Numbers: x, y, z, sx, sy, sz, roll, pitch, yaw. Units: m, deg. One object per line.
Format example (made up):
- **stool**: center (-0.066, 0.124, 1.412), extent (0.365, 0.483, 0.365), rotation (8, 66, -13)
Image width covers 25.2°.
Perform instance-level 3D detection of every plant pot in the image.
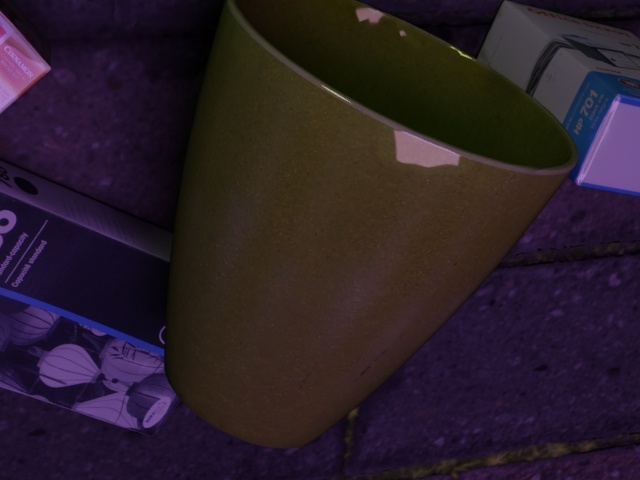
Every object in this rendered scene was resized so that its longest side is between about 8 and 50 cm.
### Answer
- **plant pot**: center (0.000, 0.000, 1.062), extent (0.274, 0.275, 0.294), rotation (14, 115, -30)

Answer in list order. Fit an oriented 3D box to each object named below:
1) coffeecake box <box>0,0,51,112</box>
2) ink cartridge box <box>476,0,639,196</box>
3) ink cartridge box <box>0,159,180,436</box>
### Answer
- **coffeecake box**: center (-0.271, -0.087, 0.961), extent (0.185, 0.142, 0.068), rotation (-41, 107, 1)
- **ink cartridge box**: center (0.227, -0.110, 1.140), extent (0.139, 0.191, 0.082), rotation (8, 118, -27)
- **ink cartridge box**: center (-0.230, 0.037, 1.136), extent (0.332, 0.065, 0.165), rotation (24, 112, -33)
